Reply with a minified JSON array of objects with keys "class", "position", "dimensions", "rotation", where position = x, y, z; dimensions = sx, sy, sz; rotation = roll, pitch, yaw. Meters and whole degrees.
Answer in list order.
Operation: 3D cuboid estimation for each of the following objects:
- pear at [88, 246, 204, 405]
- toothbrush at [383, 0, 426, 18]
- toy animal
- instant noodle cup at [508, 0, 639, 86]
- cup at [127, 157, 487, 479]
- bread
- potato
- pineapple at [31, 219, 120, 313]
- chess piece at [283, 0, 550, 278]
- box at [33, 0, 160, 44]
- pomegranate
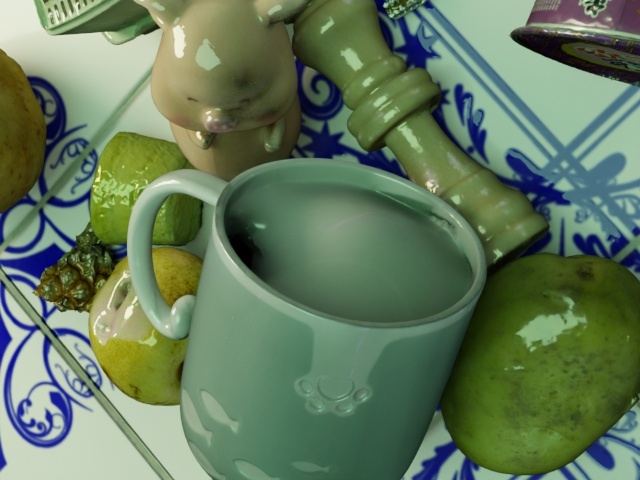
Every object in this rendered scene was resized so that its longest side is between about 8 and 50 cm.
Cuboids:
[{"class":"pear","position":[-0.173,0.089,1.586],"dimensions":[0.178,0.178,0.178],"rotation":[4,99,23]},{"class":"toothbrush","position":[0.205,-0.312,1.435],"dimensions":[0.342,0.030,0.025],"rotation":[-28,91,23]},{"class":"toy animal","position":[-0.089,-0.159,1.463],"dimensions":[0.166,0.250,0.154],"rotation":[-14,61,-6]},{"class":"instant noodle cup","position":[0.360,-0.257,1.240],"dimensions":[0.340,0.340,0.266],"rotation":[16,93,20]},{"class":"cup","position":[-0.043,0.082,1.403],"dimensions":[0.357,0.259,0.274],"rotation":[27,125,18]},{"class":"bread","position":[-0.196,-0.053,1.612],"dimensions":[0.114,0.111,0.129],"rotation":[7,105,14]},{"class":"potato","position":[0.221,0.118,1.427],"dimensions":[0.197,0.148,0.228],"rotation":[12,115,17]},{"class":"pineapple","position":[-0.269,0.028,1.684],"dimensions":[0.114,0.077,0.114],"rotation":[14,93,-14]},{"class":"chess piece","position":[0.074,-0.137,1.477],"dimensions":[0.117,0.117,0.397],"rotation":[-39,81,23]},{"class":"box","position":[-0.215,-0.360,1.510],"dimensions":[0.220,0.166,0.290],"rotation":[-14,93,50]},{"class":"pomegranate","position":[-0.437,-0.118,1.621],"dimensions":[0.260,0.260,0.260],"rotation":[4,99,23]}]
